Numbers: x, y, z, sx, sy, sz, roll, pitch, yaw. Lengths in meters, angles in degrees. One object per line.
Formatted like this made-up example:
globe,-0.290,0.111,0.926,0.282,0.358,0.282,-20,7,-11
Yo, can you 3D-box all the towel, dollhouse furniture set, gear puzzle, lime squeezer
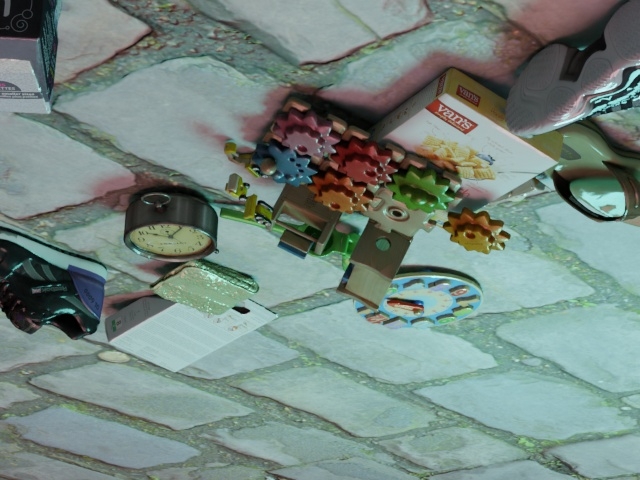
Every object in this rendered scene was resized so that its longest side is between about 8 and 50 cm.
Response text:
towel,-0.179,0.073,2.318,0.148,0.027,0.110,23,138,-39
dollhouse furniture set,0.031,-0.017,2.042,0.184,0.129,0.129,26,156,3
gear puzzle,0.078,-0.053,1.874,0.339,0.044,0.175,25,148,-10
lime squeezer,0.000,0.000,2.153,0.310,0.058,0.110,24,178,-44

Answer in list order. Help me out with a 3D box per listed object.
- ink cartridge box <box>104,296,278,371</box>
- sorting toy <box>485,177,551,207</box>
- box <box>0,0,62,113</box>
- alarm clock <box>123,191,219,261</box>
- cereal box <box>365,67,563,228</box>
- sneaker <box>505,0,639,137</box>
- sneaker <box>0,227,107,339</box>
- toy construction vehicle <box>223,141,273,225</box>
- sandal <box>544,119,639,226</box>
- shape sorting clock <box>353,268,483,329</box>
ink cartridge box,-0.212,0.127,2.463,0.225,0.056,0.181,-31,145,20
sorting toy,0.265,-0.069,1.979,0.083,0.044,0.075,-18,157,36
box,-0.396,-0.225,1.524,0.247,0.142,0.163,3,156,-4
alarm clock,-0.209,-0.028,2.063,0.129,0.064,0.192,-1,159,6
cereal box,0.157,-0.107,1.841,0.173,0.047,0.240,28,148,-19
sneaker,0.336,-0.168,1.664,0.153,0.101,0.268,20,148,-30
sneaker,-0.443,0.069,2.220,0.283,0.124,0.107,18,151,-33
toy construction vehicle,-0.096,-0.072,1.931,0.035,0.085,0.098,-5,157,31
sandal,0.352,-0.069,1.909,0.120,0.086,0.303,-23,145,39
shape sorting clock,0.154,0.098,2.362,0.206,0.040,0.206,1,157,0
